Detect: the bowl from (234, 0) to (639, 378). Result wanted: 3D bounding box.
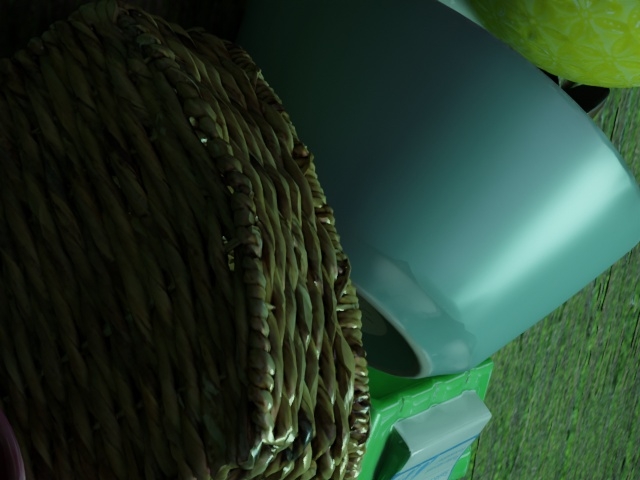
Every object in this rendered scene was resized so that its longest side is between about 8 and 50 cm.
[{"bbox_3d":[0.039,-0.025,1.236,0.163,0.311,0.311,-54,147,-16],"label":"bowl"}]

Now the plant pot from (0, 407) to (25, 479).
[{"bbox_3d":[-0.270,0.171,0.995,0.201,0.201,0.180,-31,156,-39],"label":"plant pot"}]

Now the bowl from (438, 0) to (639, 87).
[{"bbox_3d":[0.152,-0.226,1.363,0.156,0.289,0.289,-23,152,18],"label":"bowl"}]

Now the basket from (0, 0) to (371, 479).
[{"bbox_3d":[-0.069,0.027,1.104,0.213,0.299,0.223,-31,155,23],"label":"basket"}]

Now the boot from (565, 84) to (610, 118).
[{"bbox_3d":[0.230,-0.078,1.721,0.106,0.037,0.114,-37,138,-13],"label":"boot"}]

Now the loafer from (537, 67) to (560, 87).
[{"bbox_3d":[0.146,-0.107,1.535,0.094,0.087,0.251,-49,145,-20],"label":"loafer"}]

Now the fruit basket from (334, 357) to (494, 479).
[{"bbox_3d":[-0.010,0.218,1.486,0.327,0.165,0.353,-14,132,-57],"label":"fruit basket"}]
